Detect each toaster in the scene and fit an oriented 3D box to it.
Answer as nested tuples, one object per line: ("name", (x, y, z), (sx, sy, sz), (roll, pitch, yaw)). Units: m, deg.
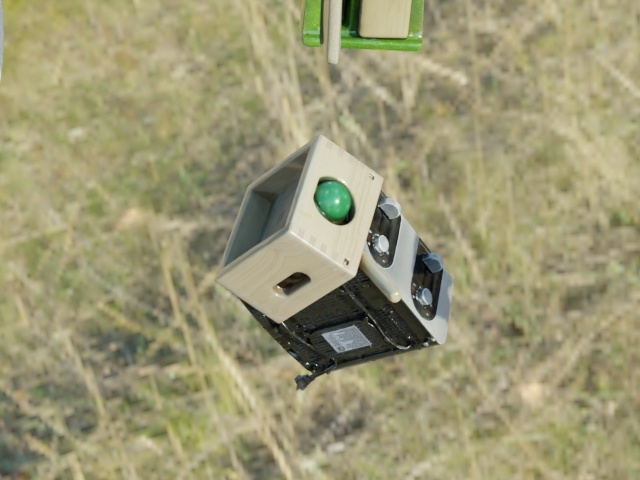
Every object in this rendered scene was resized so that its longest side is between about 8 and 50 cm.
("toaster", (0.014, 0.035, 1.646), (0.185, 0.168, 0.110), (-18, 37, 34))

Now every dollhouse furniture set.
("dollhouse furniture set", (0.146, -0.198, 1.323), (0.301, 0.151, 0.197), (2, 22, -7))

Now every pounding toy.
("pounding toy", (0.000, 0.000, 1.451), (0.141, 0.100, 0.130), (-33, 31, 45))

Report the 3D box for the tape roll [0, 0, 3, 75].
("tape roll", (-0.394, -0.247, 1.676), (0.100, 0.286, 0.286), (-5, 38, 6))
